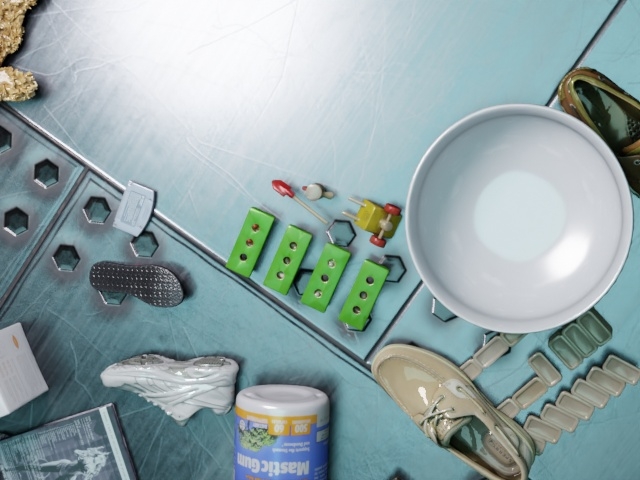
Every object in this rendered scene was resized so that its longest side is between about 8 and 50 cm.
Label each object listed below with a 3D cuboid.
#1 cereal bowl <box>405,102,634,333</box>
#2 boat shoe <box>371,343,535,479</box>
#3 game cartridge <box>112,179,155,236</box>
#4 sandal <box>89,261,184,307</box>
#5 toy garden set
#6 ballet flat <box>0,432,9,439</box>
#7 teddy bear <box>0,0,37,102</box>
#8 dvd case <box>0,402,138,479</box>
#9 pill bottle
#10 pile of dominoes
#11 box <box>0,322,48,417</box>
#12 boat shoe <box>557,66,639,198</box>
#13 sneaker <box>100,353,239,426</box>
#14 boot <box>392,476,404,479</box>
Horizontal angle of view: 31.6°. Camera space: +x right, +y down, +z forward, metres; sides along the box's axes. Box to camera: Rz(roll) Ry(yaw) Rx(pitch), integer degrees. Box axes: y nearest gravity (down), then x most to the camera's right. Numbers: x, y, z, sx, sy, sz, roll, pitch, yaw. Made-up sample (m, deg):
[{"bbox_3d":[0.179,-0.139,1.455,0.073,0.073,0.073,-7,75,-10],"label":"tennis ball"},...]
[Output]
[{"bbox_3d":[0.301,-0.035,1.713,0.339,0.141,0.339,1,95,13],"label":"cereal bowl"},{"bbox_3d":[0.205,0.275,1.778,0.302,0.098,0.109,39,109,5],"label":"boat shoe"},{"bbox_3d":[-0.306,-0.052,1.878,0.056,0.017,0.083,23,99,10],"label":"game cartridge"},{"bbox_3d":[-0.300,0.068,1.882,0.179,0.040,0.067,11,92,23],"label":"sandal"},{"bbox_3d":[0.000,0.000,1.819,0.244,0.049,0.204,25,101,7],"label":"toy garden set"},{"bbox_3d":[-0.629,0.400,1.943,0.221,0.079,0.077,-25,90,10],"label":"ballet flat"},{"bbox_3d":[-0.576,-0.312,1.863,0.245,0.113,0.338,5,89,2],"label":"teddy bear"},{"bbox_3d":[-0.433,0.387,1.923,0.221,0.018,0.165,-18,92,0],"label":"dvd case"},{"bbox_3d":[-0.064,0.378,1.812,0.152,0.152,0.272,3,95,9],"label":"pill bottle"},{"bbox_3d":[0.357,0.211,1.798,0.251,0.040,0.196,-43,88,19],"label":"pile of dominoes"},{"bbox_3d":[-0.541,0.223,1.864,0.091,0.170,0.130,-22,92,9],"label":"box"},{"bbox_3d":[0.476,-0.138,1.697,0.307,0.104,0.111,39,100,3],"label":"boat shoe"},{"bbox_3d":[-0.250,0.251,1.864,0.232,0.090,0.115,2,99,10],"label":"sneaker"},{"bbox_3d":[0.162,0.482,1.822,0.219,0.082,0.106,39,103,5],"label":"boot"}]
